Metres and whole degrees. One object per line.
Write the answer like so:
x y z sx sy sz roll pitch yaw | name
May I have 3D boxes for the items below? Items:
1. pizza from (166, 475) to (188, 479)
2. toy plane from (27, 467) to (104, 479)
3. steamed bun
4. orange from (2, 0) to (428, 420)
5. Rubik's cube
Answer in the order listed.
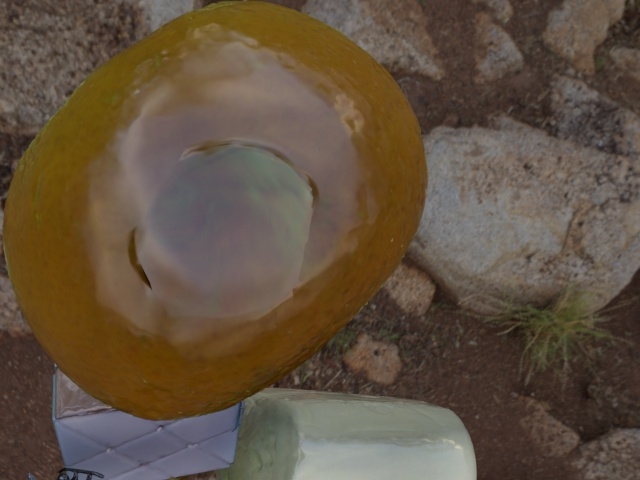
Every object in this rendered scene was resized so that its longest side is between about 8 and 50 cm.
-0.295 0.471 1.157 0.058 0.292 0.197 14 43 41 | pizza
-0.297 0.304 0.760 0.197 0.078 0.053 -2 32 20 | toy plane
0.011 0.404 1.117 0.371 0.456 0.289 8 80 -16 | steamed bun
-0.079 -0.024 0.490 0.335 0.196 0.262 -38 86 4 | orange
-0.237 0.186 0.915 0.221 0.231 0.224 -4 49 -16 | Rubik's cube
